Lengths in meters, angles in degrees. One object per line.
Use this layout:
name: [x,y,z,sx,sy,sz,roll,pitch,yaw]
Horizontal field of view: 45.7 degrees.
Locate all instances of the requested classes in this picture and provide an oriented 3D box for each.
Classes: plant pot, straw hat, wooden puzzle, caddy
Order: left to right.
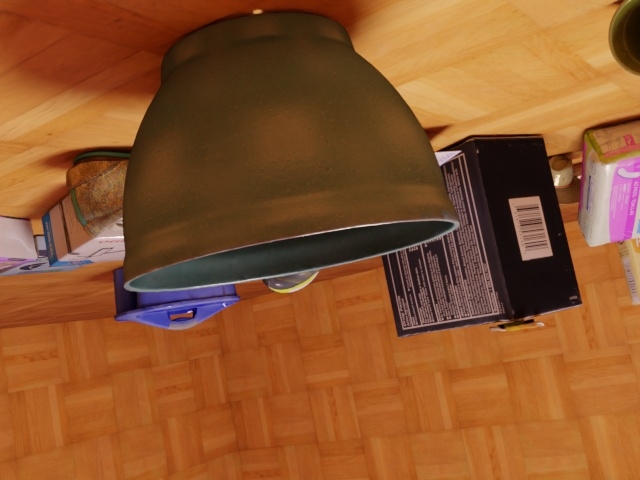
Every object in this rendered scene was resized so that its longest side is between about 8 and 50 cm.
caddy: [-0.370,0.141,1.959,0.241,0.179,0.341,-16,171,43]
plant pot: [-0.040,-0.077,0.676,0.293,0.196,0.293,-10,173,-1]
wooden puzzle: [0.308,0.133,1.195,0.078,0.014,0.116,-6,172,-8]
straw hat: [0.469,-0.134,1.496,0.144,0.144,0.061,-8,130,-20]
plant pot: [0.340,-0.207,0.746,0.079,0.083,0.083,-22,-178,-43]

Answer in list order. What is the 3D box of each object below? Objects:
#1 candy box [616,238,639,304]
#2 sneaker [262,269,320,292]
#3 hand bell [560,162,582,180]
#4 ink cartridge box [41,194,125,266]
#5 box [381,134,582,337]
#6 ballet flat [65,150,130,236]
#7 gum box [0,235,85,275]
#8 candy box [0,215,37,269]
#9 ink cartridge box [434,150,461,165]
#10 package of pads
candy box: [0.670,-0.045,1.476,0.183,0.316,0.087,-12,173,5]
sneaker: [0.000,0.000,1.571,0.300,0.111,0.121,-35,169,-25]
hand bell: [0.494,-0.112,1.665,0.242,0.126,0.126,-28,166,26]
ink cartridge box: [-0.307,-0.025,1.128,0.148,0.086,0.203,-5,172,-36]
box: [0.258,0.000,1.327,0.183,0.296,0.294,-6,172,-34]
ballet flat: [-0.158,-0.056,1.000,0.348,0.123,0.123,-5,171,-38]
gum box: [-0.499,0.027,1.426,0.184,0.041,0.157,-16,171,43]
candy box: [-0.562,0.016,1.138,0.196,0.070,0.165,-14,172,18]
ink cartridge box: [0.078,-0.114,1.158,0.208,0.045,0.206,-8,172,-15]
package of pads: [0.611,-0.118,1.329,0.296,0.101,0.229,-11,137,4]
